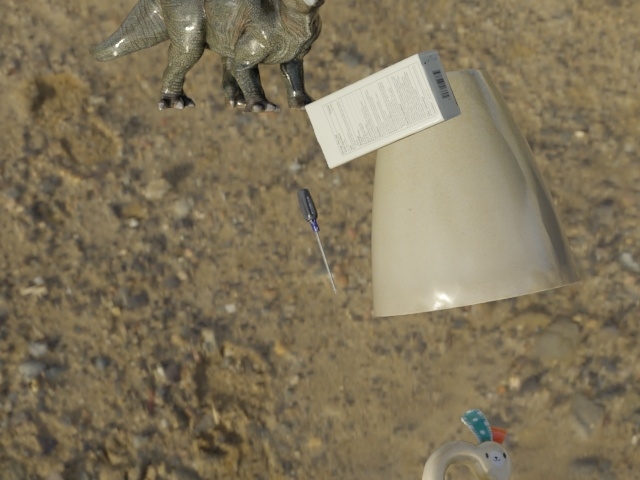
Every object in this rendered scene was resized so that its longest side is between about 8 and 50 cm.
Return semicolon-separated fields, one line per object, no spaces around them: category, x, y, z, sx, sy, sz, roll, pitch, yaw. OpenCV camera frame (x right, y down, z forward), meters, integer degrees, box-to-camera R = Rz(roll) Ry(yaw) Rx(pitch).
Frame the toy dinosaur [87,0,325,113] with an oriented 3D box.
toy dinosaur;-0.075;-0.191;0.973;0.121;0.160;0.314;-10;14;-44

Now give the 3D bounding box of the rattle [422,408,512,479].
rattle;0.214;0.266;1.398;0.130;0.142;0.200;34;48;13

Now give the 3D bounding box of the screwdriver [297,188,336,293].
screwdriver;0.000;0.000;1.746;0.025;0.024;0.170;-17;84;-52

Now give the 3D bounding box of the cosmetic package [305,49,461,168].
cosmetic package;0.051;-0.108;0.940;0.115;0.060;0.041;-19;2;31

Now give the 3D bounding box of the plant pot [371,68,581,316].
plant pot;0.167;-0.063;1.401;0.257;0.256;0.274;-10;88;-5
